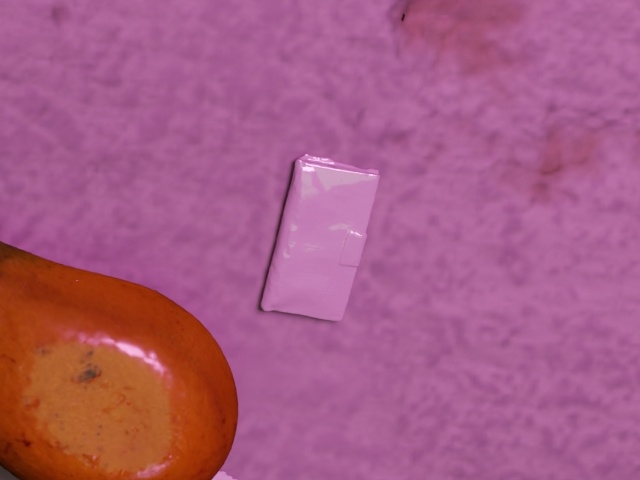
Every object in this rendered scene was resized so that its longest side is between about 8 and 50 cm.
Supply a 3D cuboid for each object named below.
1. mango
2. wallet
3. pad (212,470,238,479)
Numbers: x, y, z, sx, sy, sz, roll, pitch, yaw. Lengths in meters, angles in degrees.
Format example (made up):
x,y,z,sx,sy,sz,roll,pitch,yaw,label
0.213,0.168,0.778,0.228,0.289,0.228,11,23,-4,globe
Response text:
x,y,z,sx,sy,sz,roll,pitch,yaw,label
-0.119,0.068,0.893,0.165,0.089,0.115,17,110,-10,mango
0.000,0.000,0.917,0.044,0.011,0.083,10,112,-11,wallet
-0.025,0.214,1.014,0.232,0.004,0.156,26,109,-17,pad
